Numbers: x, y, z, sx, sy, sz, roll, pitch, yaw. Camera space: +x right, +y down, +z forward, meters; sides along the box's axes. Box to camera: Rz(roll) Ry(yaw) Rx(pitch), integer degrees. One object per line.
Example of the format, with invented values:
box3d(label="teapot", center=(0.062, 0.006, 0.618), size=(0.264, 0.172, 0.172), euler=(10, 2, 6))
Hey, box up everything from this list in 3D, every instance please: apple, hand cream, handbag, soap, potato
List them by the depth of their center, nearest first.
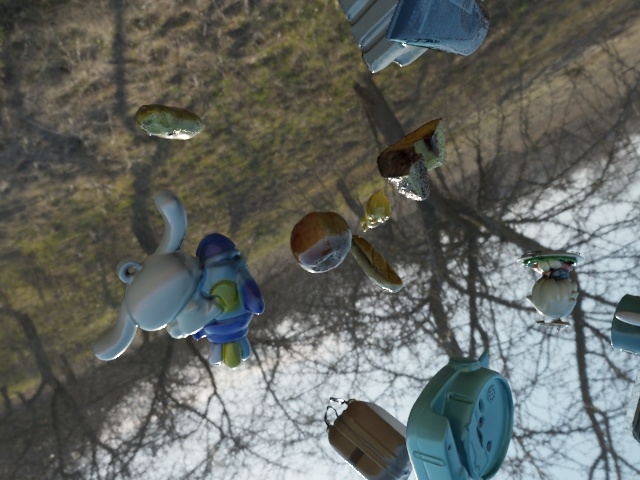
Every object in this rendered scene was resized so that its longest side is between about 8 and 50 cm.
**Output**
box3d(label="hand cream", center=(0.170, -0.317, 0.848), size=(0.270, 0.061, 0.120), euler=(-14, 131, -59))
box3d(label="apple", center=(-0.003, 0.002, 1.210), size=(0.126, 0.102, 0.126), euler=(-20, 153, -11))
box3d(label="potato", center=(-0.371, -0.289, 1.486), size=(0.107, 0.080, 0.170), euler=(15, -167, 38))
box3d(label="handbag", center=(0.127, 0.511, 1.599), size=(0.149, 0.283, 0.302), euler=(-52, 157, -2))
box3d(label="soap", center=(0.263, -0.765, 1.841), size=(0.213, 0.350, 0.435), euler=(-23, 174, -34))

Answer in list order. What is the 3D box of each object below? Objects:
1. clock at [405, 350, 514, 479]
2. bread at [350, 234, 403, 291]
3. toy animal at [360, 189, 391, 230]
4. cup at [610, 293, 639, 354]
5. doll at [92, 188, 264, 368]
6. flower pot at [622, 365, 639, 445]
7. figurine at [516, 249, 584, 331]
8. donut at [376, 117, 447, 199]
box3d(label="clock", center=(0.259, 0.318, 1.061), size=(0.094, 0.223, 0.274), euler=(4, -146, 41))
box3d(label="bread", center=(0.133, 0.063, 1.562), size=(0.073, 0.214, 0.053), euler=(1, 127, -38))
box3d(label="toy animal", center=(0.149, -0.073, 1.714), size=(0.070, 0.083, 0.159), euler=(5, 157, -8))
box3d(label="cup", center=(0.939, 0.251, 1.722), size=(0.173, 0.167, 0.300), euler=(14, 174, 44))
box3d(label="doll", center=(-0.275, 0.115, 1.345), size=(0.366, 0.187, 0.376), euler=(22, 116, -30))
box3d(label="flower pot", center=(0.466, 0.192, 0.676), size=(0.209, 0.239, 0.189), euler=(-45, 153, 6))
box3d(label="figurine", center=(0.461, 0.103, 1.219), size=(0.132, 0.153, 0.132), euler=(1, 168, 0))
box3d(label="donut", center=(0.225, -0.184, 1.540), size=(0.151, 0.112, 0.295), euler=(-17, -156, 37))
